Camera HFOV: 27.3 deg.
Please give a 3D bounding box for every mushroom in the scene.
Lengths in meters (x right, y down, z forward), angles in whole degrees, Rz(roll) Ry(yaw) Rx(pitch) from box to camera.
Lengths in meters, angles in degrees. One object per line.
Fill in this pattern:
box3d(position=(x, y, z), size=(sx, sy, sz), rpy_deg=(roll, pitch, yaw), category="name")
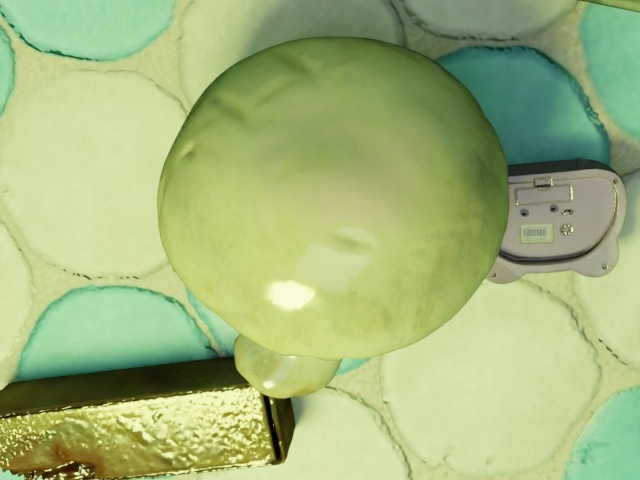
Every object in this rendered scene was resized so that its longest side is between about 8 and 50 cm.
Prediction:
box3d(position=(-0.013, -0.020, 1.173), size=(0.315, 0.315, 0.356), rpy_deg=(44, 107, -7), category="mushroom")

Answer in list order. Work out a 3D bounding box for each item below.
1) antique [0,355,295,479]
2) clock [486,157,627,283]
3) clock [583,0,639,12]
box3d(position=(-0.188, 0.187, 1.362), size=(0.310, 0.087, 0.093), rpy_deg=(-7, 107, 8), category="antique")
box3d(position=(0.216, -0.020, 1.268), size=(0.152, 0.050, 0.110), rpy_deg=(-4, 106, 8), category="clock")
box3d(position=(0.238, -0.336, 1.089), size=(0.279, 0.049, 0.273), rpy_deg=(25, 118, 46), category="clock")
